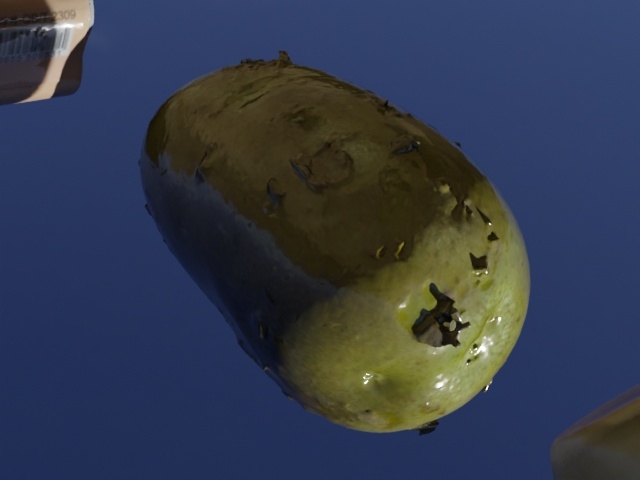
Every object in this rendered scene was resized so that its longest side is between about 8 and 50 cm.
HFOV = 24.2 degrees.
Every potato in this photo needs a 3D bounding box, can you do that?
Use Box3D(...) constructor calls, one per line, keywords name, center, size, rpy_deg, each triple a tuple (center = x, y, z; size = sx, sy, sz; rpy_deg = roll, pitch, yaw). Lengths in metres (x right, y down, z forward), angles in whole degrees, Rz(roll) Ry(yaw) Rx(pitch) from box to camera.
Box3D(name="potato", center=(-0.004, -0.016, 1.185), size=(0.219, 0.270, 0.359), rpy_deg=(-34, -119, -27))

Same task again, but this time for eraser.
Box3D(name="eraser", center=(-0.381, -0.196, 1.507), size=(0.290, 0.171, 0.087), rpy_deg=(-14, -133, -34))

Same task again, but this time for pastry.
Box3D(name="pastry", center=(0.336, 0.182, 1.362), size=(0.265, 0.265, 0.133), rpy_deg=(-24, -102, -47))
